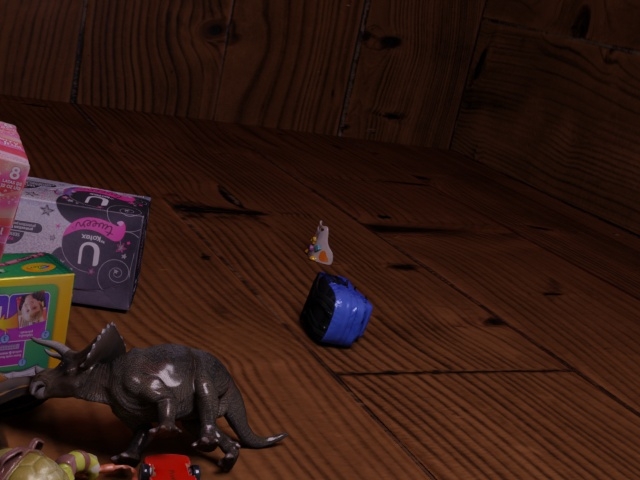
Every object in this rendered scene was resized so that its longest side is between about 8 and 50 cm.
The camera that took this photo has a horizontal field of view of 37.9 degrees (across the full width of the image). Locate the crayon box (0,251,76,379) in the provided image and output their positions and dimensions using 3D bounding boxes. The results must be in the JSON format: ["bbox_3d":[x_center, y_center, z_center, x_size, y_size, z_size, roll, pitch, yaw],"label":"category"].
[{"bbox_3d":[-0.431,0.107,1.064,0.279,0.165,0.081,-2,21,-42],"label":"crayon box"}]

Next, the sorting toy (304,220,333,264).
[{"bbox_3d":[0.000,0.000,1.922,0.045,0.075,0.083,8,16,-17],"label":"sorting toy"}]

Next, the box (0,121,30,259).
[{"bbox_3d":[-0.489,-0.081,1.011,0.300,0.142,0.154,14,17,-28],"label":"box"}]

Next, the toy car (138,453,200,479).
[{"bbox_3d":[-0.141,0.290,0.851,0.239,0.053,0.225,23,19,35],"label":"toy car"}]

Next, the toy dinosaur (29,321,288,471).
[{"bbox_3d":[-0.160,0.172,1.056,0.314,0.121,0.160,9,49,-29],"label":"toy dinosaur"}]

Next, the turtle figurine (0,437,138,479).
[{"bbox_3d":[-0.301,0.231,0.872,0.218,0.087,0.269,16,16,12],"label":"turtle figurine"}]

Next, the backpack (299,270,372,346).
[{"bbox_3d":[0.032,0.114,1.512,0.101,0.097,0.120,11,15,-16],"label":"backpack"}]

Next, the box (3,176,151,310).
[{"bbox_3d":[-0.403,-0.001,1.461,0.248,0.163,0.142,9,14,-9],"label":"box"}]

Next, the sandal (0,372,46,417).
[{"bbox_3d":[-0.376,0.165,1.023,0.219,0.090,0.060,-9,66,-56],"label":"sandal"}]
